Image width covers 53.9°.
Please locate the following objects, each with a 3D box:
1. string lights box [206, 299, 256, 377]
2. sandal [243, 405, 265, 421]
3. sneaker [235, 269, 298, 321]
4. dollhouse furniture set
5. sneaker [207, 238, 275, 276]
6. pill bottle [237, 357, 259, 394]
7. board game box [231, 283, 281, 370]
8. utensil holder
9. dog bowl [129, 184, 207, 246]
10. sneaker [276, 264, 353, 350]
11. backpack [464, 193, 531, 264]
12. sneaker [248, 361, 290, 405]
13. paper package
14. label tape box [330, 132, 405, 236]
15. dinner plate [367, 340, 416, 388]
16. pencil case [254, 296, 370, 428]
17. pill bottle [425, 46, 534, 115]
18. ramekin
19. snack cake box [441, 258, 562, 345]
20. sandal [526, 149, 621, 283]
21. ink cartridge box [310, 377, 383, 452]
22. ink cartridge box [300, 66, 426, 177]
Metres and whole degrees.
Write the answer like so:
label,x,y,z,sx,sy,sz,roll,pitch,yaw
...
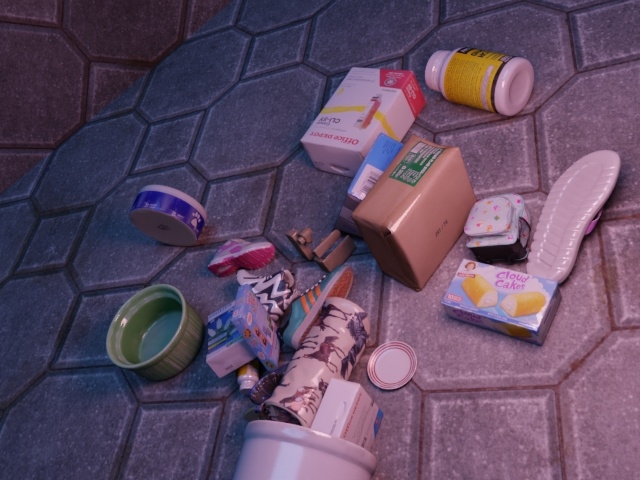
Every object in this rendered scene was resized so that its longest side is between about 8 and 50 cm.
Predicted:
label,x,y,z,sx,sy,sz,roll,pitch,yaw
string lights box,-0.272,0.290,1.923,0.133,0.076,0.259,-31,25,5
sandal,-0.103,0.491,1.721,0.240,0.088,0.079,-15,47,11
sneaker,-0.160,0.137,2.029,0.153,0.094,0.235,-42,46,-8
dollhouse furniture set,0.000,0.000,2.030,0.123,0.144,0.151,-45,32,-16
sneaker,-0.272,0.037,2.165,0.252,0.103,0.111,-13,52,20
pill bottle,-0.215,0.396,1.873,0.065,0.065,0.116,-17,48,17
board game box,-0.183,0.253,1.840,0.039,0.211,0.160,-22,29,14
utensil holder,-0.073,0.646,1.418,0.328,0.327,0.385,0,57,30
dog bowl,-0.559,-0.087,2.314,0.265,0.265,0.104,0,57,30
sneaker,-0.021,0.185,1.901,0.121,0.108,0.302,26,72,36
backpack,0.499,-0.046,1.763,0.166,0.144,0.188,-10,40,42
sneaker,-0.131,0.408,1.753,0.087,0.221,0.083,-30,81,28
paper package,0.277,-0.080,1.801,0.168,0.309,0.324,27,71,38
label tape box,0.150,-0.148,1.992,0.106,0.333,0.240,28,68,4
dinner plate,0.196,0.341,1.717,0.141,0.017,0.141,-16,48,18
pencil case,-0.008,0.336,1.680,0.184,0.159,0.410,-6,36,40
pill bottle,0.523,-0.543,2.112,0.334,0.188,0.188,28,72,41
ramekin,-0.532,0.308,2.065,0.304,0.148,0.303,-16,49,19
snack cake box,0.474,0.157,1.655,0.264,0.089,0.152,14,64,36
sandal,0.684,-0.055,1.706,0.169,0.102,0.416,23,81,56
ink cartridge box,0.069,0.453,1.569,0.086,0.203,0.148,8,59,31
ink cartridge box,0.153,-0.423,2.247,0.279,0.160,0.384,17,65,38
